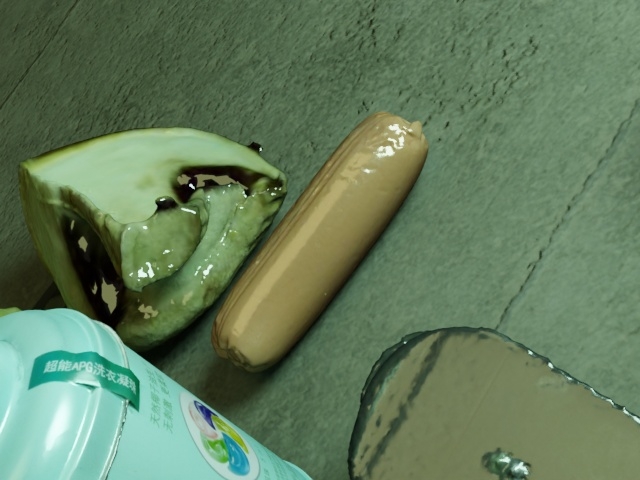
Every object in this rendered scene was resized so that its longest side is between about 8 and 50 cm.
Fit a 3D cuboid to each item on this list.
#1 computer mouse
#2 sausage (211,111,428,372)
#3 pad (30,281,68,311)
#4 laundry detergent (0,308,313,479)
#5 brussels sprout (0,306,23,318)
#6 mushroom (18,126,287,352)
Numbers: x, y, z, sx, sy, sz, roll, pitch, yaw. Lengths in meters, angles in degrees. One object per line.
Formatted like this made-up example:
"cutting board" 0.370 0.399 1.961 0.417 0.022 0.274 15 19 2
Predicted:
"computer mouse" 0.144 0.174 0.862 0.295 0.087 0.168 28 82 36
"sausage" 0.001 0.000 1.113 0.289 0.086 0.086 -52 41 -6
"pad" -0.297 0.089 1.365 0.190 0.004 0.127 -54 41 -6
"laundry detergent" -0.192 0.223 0.910 0.287 0.305 0.287 -31 36 26
"brussels sprout" -0.334 0.157 1.245 0.131 0.145 0.183 -57 -3 24
"mushroom" -0.157 -0.004 1.236 0.217 0.212 0.292 -15 14 -30
